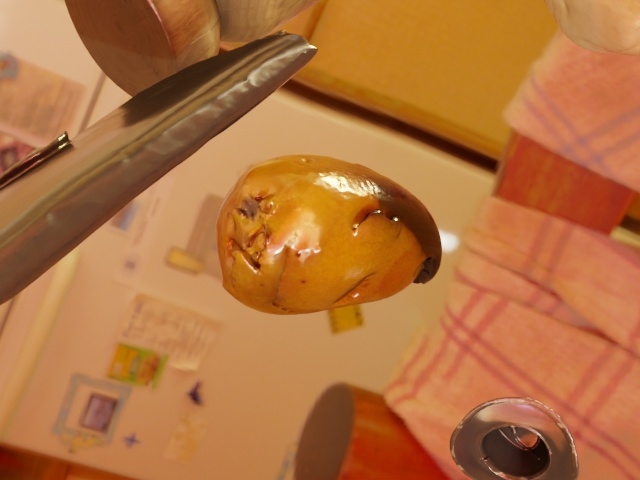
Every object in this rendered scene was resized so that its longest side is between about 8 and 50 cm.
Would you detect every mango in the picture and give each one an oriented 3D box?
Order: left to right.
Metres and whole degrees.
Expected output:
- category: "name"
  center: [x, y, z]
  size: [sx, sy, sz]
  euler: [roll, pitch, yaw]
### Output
- category: "mango"
  center: [0.000, 0.000, 1.157]
  size: [0.201, 0.287, 0.152]
  euler: [-43, 65, 16]

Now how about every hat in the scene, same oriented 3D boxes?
- category: "hat"
  center: [0.173, 0.177, 0.958]
  size: [0.121, 0.121, 0.050]
  euler: [-52, 6, 36]

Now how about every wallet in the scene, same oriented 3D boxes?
- category: "wallet"
  center: [-0.168, -0.056, 0.811]
  size: [0.197, 0.051, 0.377]
  euler: [-7, 26, 42]

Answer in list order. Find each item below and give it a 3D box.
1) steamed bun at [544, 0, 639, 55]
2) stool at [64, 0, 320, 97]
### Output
- category: "steamed bun"
  center: [0.398, -0.374, 1.388]
  size: [0.276, 0.203, 0.289]
  euler: [-26, 72, 5]
- category: "stool"
  center: [-0.117, -0.285, 1.168]
  size: [0.264, 0.179, 0.179]
  euler: [-38, 7, -29]
